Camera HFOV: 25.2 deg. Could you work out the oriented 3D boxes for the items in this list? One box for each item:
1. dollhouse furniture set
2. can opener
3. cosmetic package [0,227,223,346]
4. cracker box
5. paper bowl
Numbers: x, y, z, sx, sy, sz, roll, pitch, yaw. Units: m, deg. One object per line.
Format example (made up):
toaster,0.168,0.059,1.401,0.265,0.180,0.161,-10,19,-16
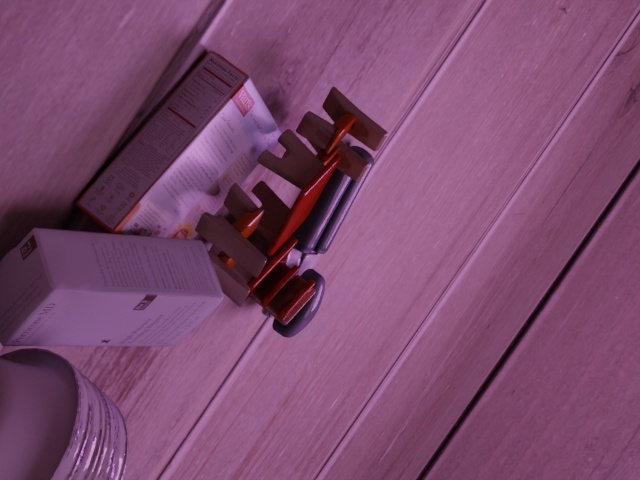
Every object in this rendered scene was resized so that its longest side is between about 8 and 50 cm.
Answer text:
dollhouse furniture set,-0.038,-0.016,1.755,0.262,0.135,0.259,-47,174,-33
can opener,0.000,0.000,2.001,0.074,0.093,0.280,0,118,-60
cosmetic package,-0.232,0.055,1.550,0.231,0.085,0.117,2,145,-44
cracker box,-0.156,-0.083,1.632,0.232,0.067,0.155,-49,156,-9
paper bowl,-0.349,0.233,1.464,0.284,0.284,0.148,-49,128,-11
